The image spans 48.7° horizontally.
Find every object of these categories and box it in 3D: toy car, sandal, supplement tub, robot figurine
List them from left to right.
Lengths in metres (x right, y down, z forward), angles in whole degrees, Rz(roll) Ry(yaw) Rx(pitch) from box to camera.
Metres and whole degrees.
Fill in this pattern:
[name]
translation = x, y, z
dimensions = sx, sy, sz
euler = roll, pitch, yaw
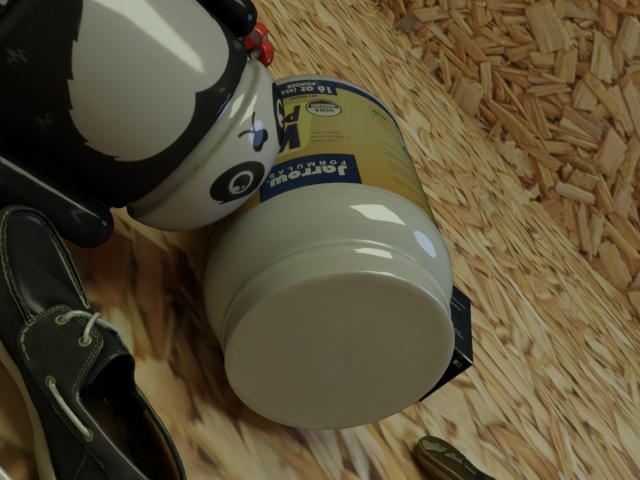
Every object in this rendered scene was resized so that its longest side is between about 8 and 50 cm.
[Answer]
[robot figurine]
translation = -0.154, -0.126, 0.541
dimensions = 0.278, 0.209, 0.174
euler = 40, 21, -29
[toy car]
translation = -0.190, -0.420, 1.243
dimensions = 0.239, 0.053, 0.225
euler = 55, 25, 18
[supplement tub]
translation = 0.000, 0.000, 0.701
dimensions = 0.228, 0.228, 0.316
euler = 32, 28, -29
[sandal]
translation = 0.172, 0.287, 0.771
dimensions = 0.180, 0.049, 0.072
euler = 37, 16, 14

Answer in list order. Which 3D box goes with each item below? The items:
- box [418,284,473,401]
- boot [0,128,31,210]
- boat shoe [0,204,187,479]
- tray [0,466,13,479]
[box]
translation = 0.108, 0.090, 0.901
dimensions = 0.156, 0.093, 0.158
euler = 42, 26, -10
[boot]
translation = -0.311, -0.077, 0.533
dimensions = 0.264, 0.096, 0.280
euler = 45, 31, -23
[boat shoe]
translation = -0.156, 0.076, 0.466
dimensions = 0.084, 0.079, 0.233
euler = 0, 63, -64
[tray]
translation = -0.150, 0.229, 0.354
dimensions = 0.270, 0.030, 0.145
euler = 46, 25, -1
